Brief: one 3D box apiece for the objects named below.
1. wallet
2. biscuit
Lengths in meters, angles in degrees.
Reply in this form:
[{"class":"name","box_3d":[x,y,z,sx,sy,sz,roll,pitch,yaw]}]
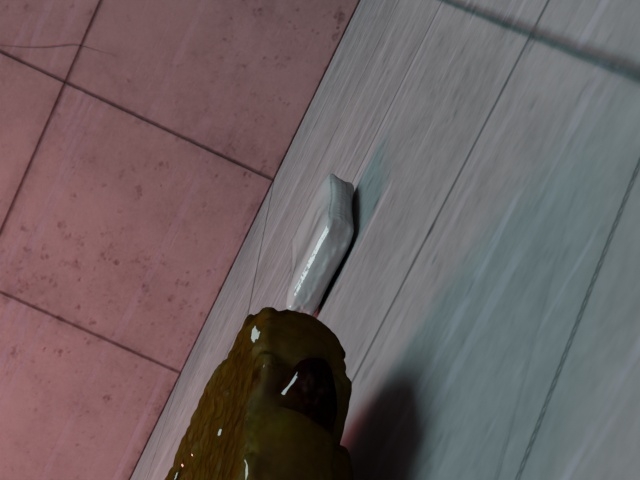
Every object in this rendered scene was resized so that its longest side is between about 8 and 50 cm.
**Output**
[{"class":"wallet","box_3d":[0.000,0.000,1.084,0.095,0.033,0.190,-61,7,18]},{"class":"biscuit","box_3d":[-0.049,0.174,0.581,0.296,0.075,0.296,-159,90,-80]}]
